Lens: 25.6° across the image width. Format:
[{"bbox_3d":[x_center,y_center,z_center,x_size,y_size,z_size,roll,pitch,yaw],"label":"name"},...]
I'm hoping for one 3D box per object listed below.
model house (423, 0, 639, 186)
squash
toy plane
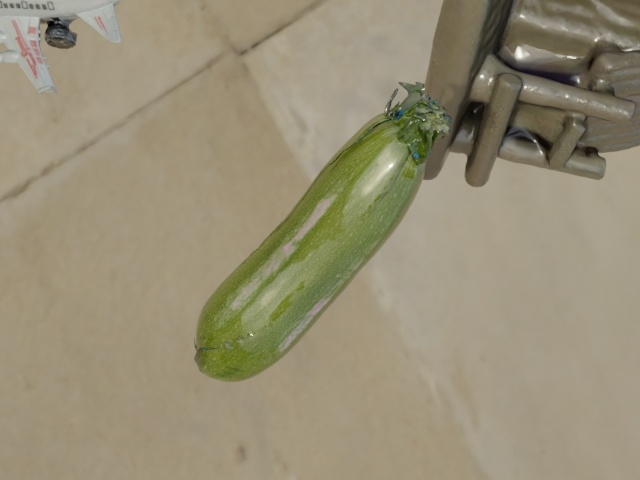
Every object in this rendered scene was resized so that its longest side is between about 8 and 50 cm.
[{"bbox_3d":[0.158,-0.128,0.832,0.188,0.229,0.122,9,47,-3],"label":"model house"},{"bbox_3d":[0.000,0.000,0.689,0.052,0.183,0.052,35,17,-12],"label":"squash"},{"bbox_3d":[-0.233,-0.193,1.135,0.065,0.171,0.162,29,64,-60],"label":"toy plane"}]
